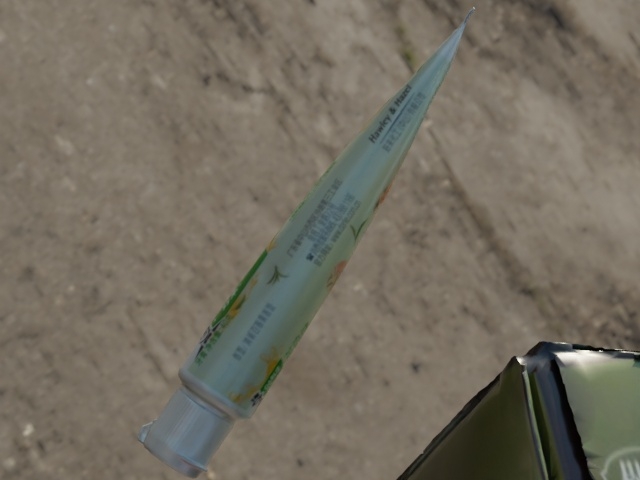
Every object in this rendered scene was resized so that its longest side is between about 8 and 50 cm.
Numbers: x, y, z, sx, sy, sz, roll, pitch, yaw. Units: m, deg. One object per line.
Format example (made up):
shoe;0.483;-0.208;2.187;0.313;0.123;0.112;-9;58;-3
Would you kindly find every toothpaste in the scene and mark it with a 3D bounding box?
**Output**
toothpaste;0.000;0.000;0.872;0.058;0.314;0.056;29;-6;45

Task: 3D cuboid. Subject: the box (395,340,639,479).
box;0.231;0.215;0.884;0.420;0.373;0.138;5;55;-21
